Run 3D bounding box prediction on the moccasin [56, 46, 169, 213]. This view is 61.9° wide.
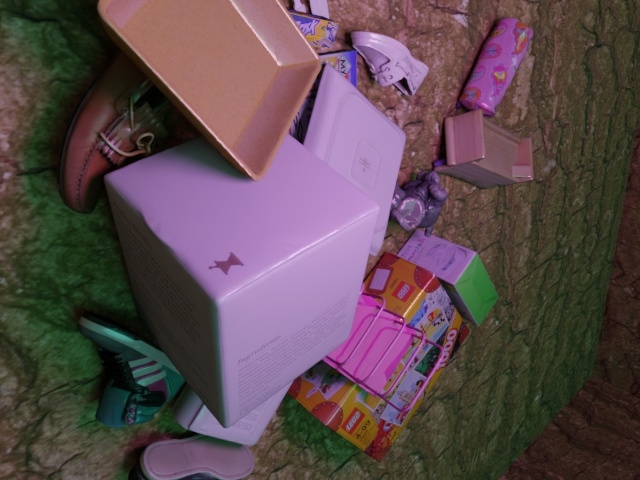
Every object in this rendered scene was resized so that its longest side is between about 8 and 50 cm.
[{"bbox_3d":[-0.311,-0.212,0.907,0.146,0.139,0.380,29,79,-5],"label":"moccasin"}]

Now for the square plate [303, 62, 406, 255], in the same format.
[{"bbox_3d":[0.089,-0.173,1.240,0.347,0.049,0.345,26,73,-47],"label":"square plate"}]

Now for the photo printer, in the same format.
[{"bbox_3d":[-0.182,0.331,1.307,0.256,0.107,0.308,37,82,-46],"label":"photo printer"}]

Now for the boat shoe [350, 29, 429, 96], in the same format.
[{"bbox_3d":[0.167,-0.421,1.293,0.277,0.098,0.096,11,100,-46],"label":"boat shoe"}]

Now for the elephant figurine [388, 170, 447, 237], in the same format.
[{"bbox_3d":[0.212,-0.103,1.465,0.239,0.186,0.169,-14,158,-27],"label":"elephant figurine"}]

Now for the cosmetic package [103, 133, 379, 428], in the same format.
[{"bbox_3d":[-0.141,0.054,0.983,0.327,0.329,0.394,-30,147,-30],"label":"cosmetic package"}]

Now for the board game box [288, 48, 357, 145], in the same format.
[{"bbox_3d":[-0.006,-0.267,1.242,0.213,0.046,0.318,-22,122,-34],"label":"board game box"}]

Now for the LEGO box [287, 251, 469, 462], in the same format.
[{"bbox_3d":[0.188,0.351,1.597,0.500,0.193,0.372,-52,135,-12],"label":"LEGO box"}]

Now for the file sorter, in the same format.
[{"bbox_3d":[0.121,0.246,1.293,0.290,0.182,0.202,39,79,-18],"label":"file sorter"}]

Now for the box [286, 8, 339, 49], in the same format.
[{"bbox_3d":[-0.038,-0.436,1.096,0.168,0.054,0.059,-15,131,-49],"label":"box"}]

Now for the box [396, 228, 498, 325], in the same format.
[{"bbox_3d":[0.394,0.111,1.651,0.127,0.231,0.262,-52,135,-12],"label":"box"}]

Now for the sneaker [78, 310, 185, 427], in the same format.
[{"bbox_3d":[-0.405,0.275,1.073,0.179,0.123,0.295,-59,138,-18],"label":"sneaker"}]

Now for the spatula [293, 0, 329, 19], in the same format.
[{"bbox_3d":[-0.055,-0.511,1.071,0.168,0.019,0.242,-39,145,-19],"label":"spatula"}]

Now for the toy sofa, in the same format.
[{"bbox_3d":[0.507,-0.273,1.664,0.362,0.177,0.150,8,78,-44],"label":"toy sofa"}]

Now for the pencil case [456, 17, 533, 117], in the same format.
[{"bbox_3d":[0.513,-0.501,1.567,0.124,0.124,0.284,21,94,-46],"label":"pencil case"}]

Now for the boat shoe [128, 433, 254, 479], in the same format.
[{"bbox_3d":[-0.310,0.552,1.293,0.113,0.127,0.340,-42,148,20],"label":"boat shoe"}]

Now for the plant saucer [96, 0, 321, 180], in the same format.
[{"bbox_3d":[-0.166,-0.311,0.866,0.333,0.080,0.333,48,49,-33],"label":"plant saucer"}]
